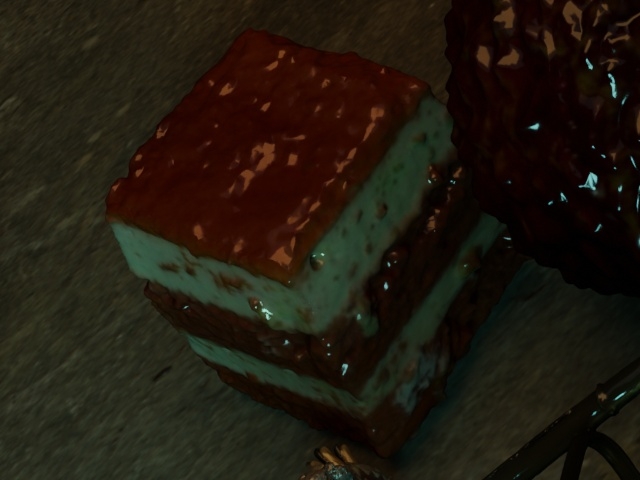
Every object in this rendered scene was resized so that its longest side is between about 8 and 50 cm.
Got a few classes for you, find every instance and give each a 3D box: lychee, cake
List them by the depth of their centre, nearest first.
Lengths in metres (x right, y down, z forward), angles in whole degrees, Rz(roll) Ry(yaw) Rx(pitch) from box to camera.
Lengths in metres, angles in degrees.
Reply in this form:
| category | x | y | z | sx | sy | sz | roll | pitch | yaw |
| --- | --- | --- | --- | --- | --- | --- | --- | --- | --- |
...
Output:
| category | x | y | z | sx | sy | sz | roll | pitch | yaw |
| --- | --- | --- | --- | --- | --- | --- | --- | --- | --- |
| lychee | 0.316 | -0.125 | 1.448 | 0.425 | 0.500 | 0.424 | -20 | 6 | 2 |
| cake | 0.000 | 0.000 | 1.630 | 0.270 | 0.319 | 0.269 | 19 | 65 | 40 |

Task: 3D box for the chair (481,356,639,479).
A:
| category | x | y | z | sx | sy | sz | roll | pitch | yaw |
| --- | --- | --- | --- | --- | --- | --- | --- | --- | --- |
| chair | 0.154 | 0.359 | 1.218 | 0.410 | 0.362 | 0.364 | -28 | 16 | 26 |

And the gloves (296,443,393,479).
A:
| category | x | y | z | sx | sy | sz | roll | pitch | yaw |
| --- | --- | --- | --- | --- | --- | --- | --- | --- | --- |
| gloves | 0.020 | 0.261 | 1.570 | 0.094 | 0.110 | 0.144 | 9 | 89 | 25 |
